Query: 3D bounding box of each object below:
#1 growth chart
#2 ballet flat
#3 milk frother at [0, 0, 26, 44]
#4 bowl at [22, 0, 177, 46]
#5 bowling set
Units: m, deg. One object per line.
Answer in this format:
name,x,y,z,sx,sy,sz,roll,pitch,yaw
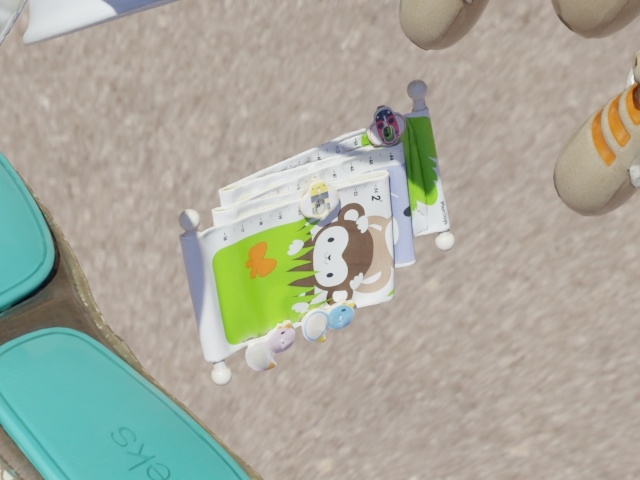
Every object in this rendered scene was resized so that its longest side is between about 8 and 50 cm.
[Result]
growth chart,0.000,0.000,1.299,0.237,0.021,0.172,-29,122,-16
ballet flat,-0.085,0.038,0.443,0.073,0.067,0.206,-19,51,-31
milk frother,-0.243,-0.146,0.939,0.135,0.143,0.129,30,93,-21
bowl,-0.119,-0.262,1.386,0.298,0.298,0.134,-18,98,-11
bowling set,0.093,-0.168,0.788,0.200,0.154,0.287,13,60,-13
